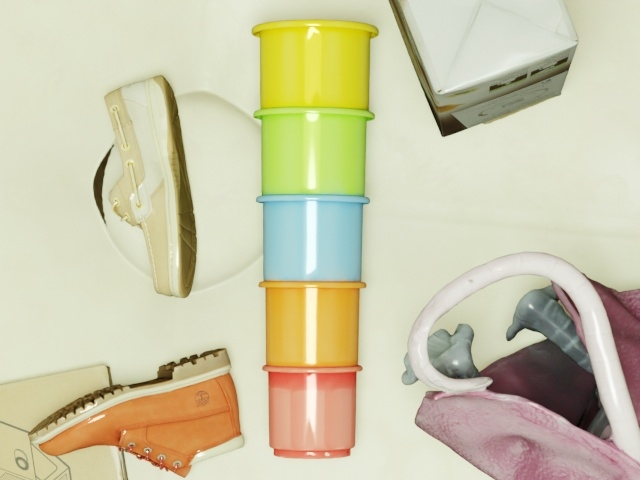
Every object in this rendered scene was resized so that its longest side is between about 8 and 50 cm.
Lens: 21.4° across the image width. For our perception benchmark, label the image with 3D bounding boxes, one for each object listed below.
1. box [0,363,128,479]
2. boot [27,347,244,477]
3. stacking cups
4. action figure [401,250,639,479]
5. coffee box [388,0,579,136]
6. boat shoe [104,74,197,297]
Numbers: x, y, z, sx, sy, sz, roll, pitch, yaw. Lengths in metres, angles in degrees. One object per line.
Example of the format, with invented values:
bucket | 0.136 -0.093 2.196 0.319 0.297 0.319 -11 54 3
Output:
box | -0.245 0.191 1.282 0.201 0.021 0.164 -10 86 4
boot | -0.132 0.142 1.246 0.158 0.059 0.085 -17 95 -14
stacking cups | 0.000 0.000 1.248 0.096 0.096 0.316 -1 91 4
action figure | 0.241 0.174 1.126 0.248 0.276 0.370 -34 69 -11
coffee box | 0.102 -0.161 1.162 0.098 0.246 0.141 -21 85 4
boat shoe | -0.130 -0.037 1.270 0.059 0.063 0.170 -9 77 6
